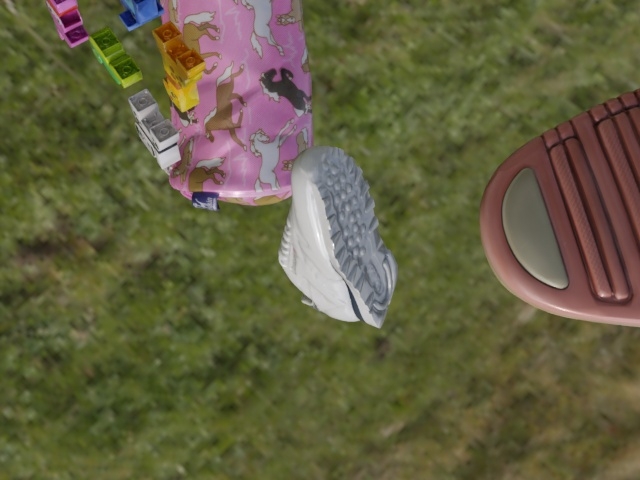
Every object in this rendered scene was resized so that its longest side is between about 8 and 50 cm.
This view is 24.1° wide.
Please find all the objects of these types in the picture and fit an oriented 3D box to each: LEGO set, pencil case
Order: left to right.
[{"bbox_3d":[-0.157,-0.155,1.336,0.087,0.227,0.093,-30,152,-14],"label":"LEGO set"},{"bbox_3d":[-0.104,-0.230,1.688,0.167,0.160,0.386,-7,96,-30],"label":"pencil case"}]

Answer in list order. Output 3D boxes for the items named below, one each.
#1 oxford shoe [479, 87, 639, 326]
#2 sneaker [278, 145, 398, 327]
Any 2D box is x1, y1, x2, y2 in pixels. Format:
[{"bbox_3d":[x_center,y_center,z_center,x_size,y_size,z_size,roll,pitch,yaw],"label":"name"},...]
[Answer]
[{"bbox_3d":[0.256,-0.013,0.848,0.397,0.140,0.146,-7,167,-20],"label":"oxford shoe"},{"bbox_3d":[0.000,0.000,1.372,0.090,0.095,0.235,-63,152,-31],"label":"sneaker"}]
